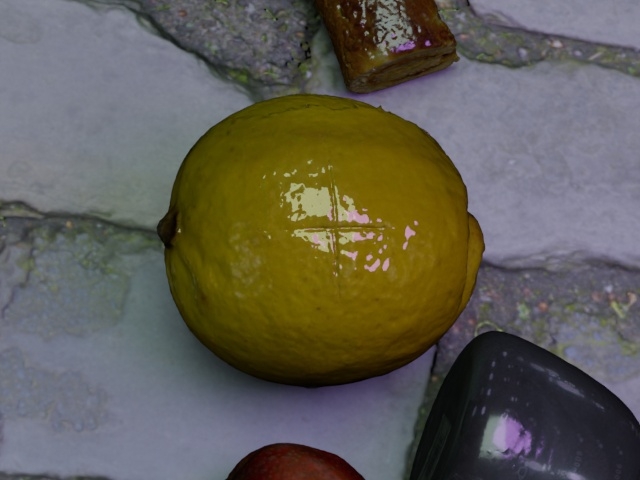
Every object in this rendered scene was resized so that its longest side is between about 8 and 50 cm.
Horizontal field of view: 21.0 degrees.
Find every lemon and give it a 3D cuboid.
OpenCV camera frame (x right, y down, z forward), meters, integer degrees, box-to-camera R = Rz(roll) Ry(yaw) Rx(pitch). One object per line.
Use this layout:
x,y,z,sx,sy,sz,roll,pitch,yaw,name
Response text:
0.000,0.000,1.630,0.297,0.297,0.297,2,68,-4,lemon

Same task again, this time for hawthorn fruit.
-0.009,0.272,1.589,0.194,0.157,0.157,23,67,-6,hawthorn fruit

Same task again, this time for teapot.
0.231,0.262,1.582,0.285,0.223,0.305,19,65,-5,teapot

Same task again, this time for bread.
0.061,-0.254,1.834,0.132,0.103,0.172,-19,74,-5,bread
